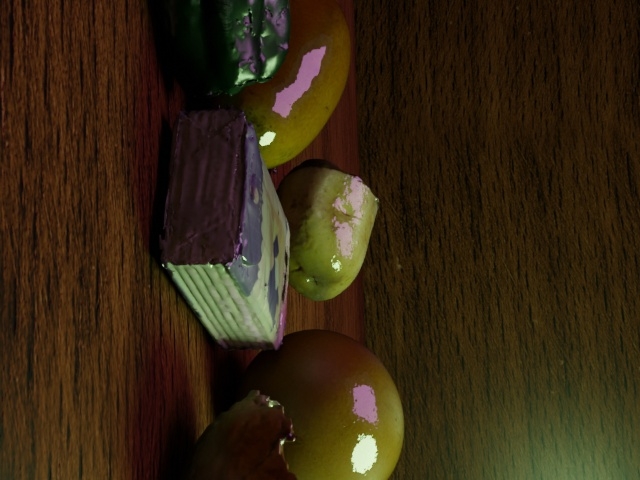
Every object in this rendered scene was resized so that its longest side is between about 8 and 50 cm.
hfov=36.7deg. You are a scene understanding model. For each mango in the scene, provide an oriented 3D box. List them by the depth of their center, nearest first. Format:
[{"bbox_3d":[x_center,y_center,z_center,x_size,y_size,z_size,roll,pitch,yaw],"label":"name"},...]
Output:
[{"bbox_3d":[-0.075,-0.260,1.554,0.264,0.221,0.378,101,7,-45],"label":"mango"}]

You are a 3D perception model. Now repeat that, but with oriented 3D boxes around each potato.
[{"bbox_3d":[0.000,0.000,1.980,0.285,0.242,0.242,108,-12,-55],"label":"potato"}]

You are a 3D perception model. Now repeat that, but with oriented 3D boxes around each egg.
[{"bbox_3d":[-0.003,0.297,1.586,0.351,0.282,0.283,81,10,-55],"label":"egg"}]

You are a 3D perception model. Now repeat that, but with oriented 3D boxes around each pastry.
[{"bbox_3d":[-0.116,0.346,1.282,0.237,0.170,0.256,108,-19,-47],"label":"pastry"}]

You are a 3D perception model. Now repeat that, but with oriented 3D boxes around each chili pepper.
[{"bbox_3d":[-0.144,-0.332,1.323,0.165,0.173,0.261,-35,126,-50],"label":"chili pepper"}]

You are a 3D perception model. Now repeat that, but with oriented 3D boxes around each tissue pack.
[{"bbox_3d":[-0.128,-0.002,1.404,0.344,0.125,0.242,74,15,-63],"label":"tissue pack"}]

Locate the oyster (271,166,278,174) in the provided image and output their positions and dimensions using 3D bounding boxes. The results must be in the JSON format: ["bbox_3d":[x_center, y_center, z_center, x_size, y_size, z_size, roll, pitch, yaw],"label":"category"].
[{"bbox_3d":[-0.093,-0.201,2.007,0.146,0.045,0.122,-58,158,-74],"label":"oyster"}]
